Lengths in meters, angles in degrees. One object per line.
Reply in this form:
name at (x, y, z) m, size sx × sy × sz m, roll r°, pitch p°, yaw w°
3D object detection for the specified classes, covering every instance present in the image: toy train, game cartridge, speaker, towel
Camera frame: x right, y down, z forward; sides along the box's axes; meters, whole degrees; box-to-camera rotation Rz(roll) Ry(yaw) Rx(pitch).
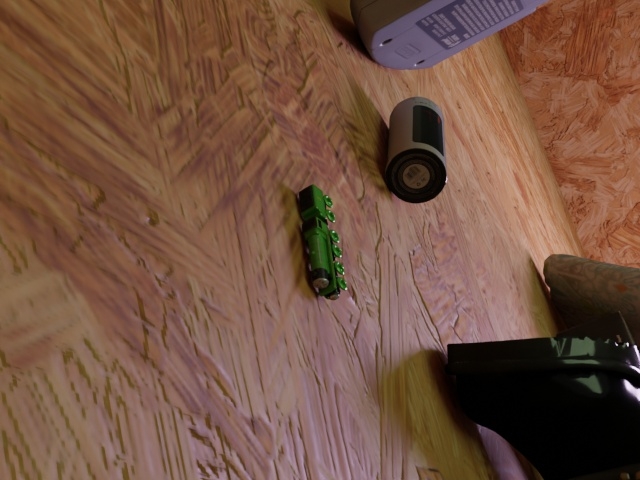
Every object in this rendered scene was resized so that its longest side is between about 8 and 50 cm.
toy train at (0.000, 0.000, 0.621) m, size 0.024 × 0.017 × 0.083 m, roll 38°, pitch 32°, yaw -41°
game cartridge at (0.138, -0.249, 1.059) m, size 0.062 × 0.198 × 0.297 m, roll 68°, pitch 16°, yaw 3°
speaker at (0.089, -0.087, 0.949) m, size 0.055 × 0.055 × 0.136 m, roll 60°, pitch 18°, yaw -22°
towel at (0.572, 0.178, 1.722) m, size 0.090 × 0.320 × 0.374 m, roll -55°, pitch 132°, yaw -25°

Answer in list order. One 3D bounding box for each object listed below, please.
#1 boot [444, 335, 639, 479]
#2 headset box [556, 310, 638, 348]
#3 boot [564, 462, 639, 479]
boot at (0.230, 0.226, 0.850) m, size 0.348 × 0.131 × 0.260 m, roll 22°, pitch 64°, yaw -41°
headset box at (0.472, 0.265, 1.577) m, size 0.293 × 0.110 × 0.218 m, roll 49°, pitch 24°, yaw -47°
boot at (0.161, 0.180, 0.670) m, size 0.198 × 0.137 × 0.077 m, roll 12°, pitch 57°, yaw -69°
